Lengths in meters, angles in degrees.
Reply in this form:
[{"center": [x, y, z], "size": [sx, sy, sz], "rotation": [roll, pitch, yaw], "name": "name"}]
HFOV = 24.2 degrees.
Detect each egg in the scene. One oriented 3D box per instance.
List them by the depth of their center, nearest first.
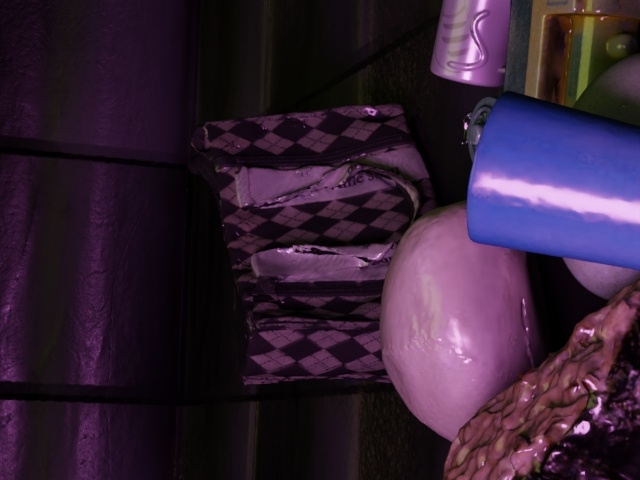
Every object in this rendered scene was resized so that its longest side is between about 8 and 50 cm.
[{"center": [0.297, -0.058, 1.373], "size": [0.169, 0.169, 0.236], "rotation": [-135, 52, -64], "name": "egg"}]

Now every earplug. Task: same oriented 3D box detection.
[{"center": [0.270, -0.033, 1.230], "size": [0.132, 0.273, 0.132], "rotation": [14, -90, -72], "name": "earplug"}]

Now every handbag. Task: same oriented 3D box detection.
[{"center": [0.000, 0.000, 1.960], "size": [0.180, 0.316, 0.416], "rotation": [106, 158, -46], "name": "handbag"}]

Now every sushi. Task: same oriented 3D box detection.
[{"center": [0.228, 0.190, 1.311], "size": [0.350, 0.171, 0.211], "rotation": [-53, 12, 38], "name": "sushi"}]

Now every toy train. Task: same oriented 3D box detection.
[{"center": [0.267, -0.199, 1.542], "size": [0.237, 0.150, 0.369], "rotation": [13, 100, 64], "name": "toy train"}]

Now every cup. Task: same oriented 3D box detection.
[{"center": [0.197, -0.254, 1.791], "size": [0.136, 0.099, 0.133], "rotation": [-133, 51, -65], "name": "cup"}]

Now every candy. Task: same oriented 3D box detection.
[{"center": [0.152, 0.095, 1.609], "size": [0.295, 0.185, 0.295], "rotation": [-7, -90, -74], "name": "candy"}]
